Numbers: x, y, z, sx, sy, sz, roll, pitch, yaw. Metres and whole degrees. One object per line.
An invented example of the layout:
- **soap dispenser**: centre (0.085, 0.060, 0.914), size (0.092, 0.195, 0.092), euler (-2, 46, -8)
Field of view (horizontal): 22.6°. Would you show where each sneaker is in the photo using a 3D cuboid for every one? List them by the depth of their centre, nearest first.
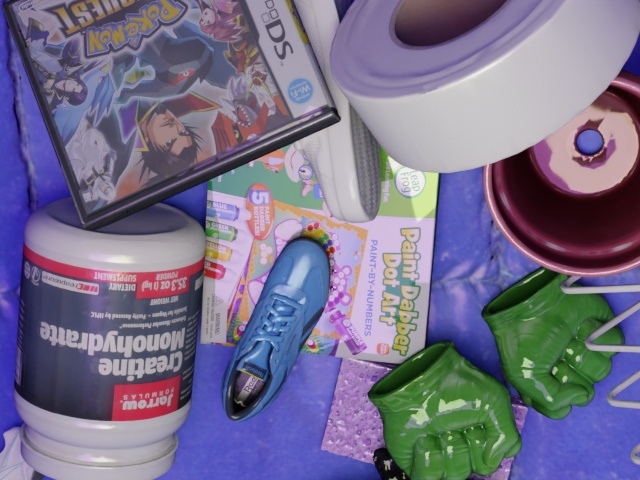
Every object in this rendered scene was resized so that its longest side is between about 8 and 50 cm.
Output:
- **sneaker**: centre (-0.040, -0.142, 1.620), size (0.169, 0.108, 0.292), euler (-14, 75, 15)
- **sneaker**: centre (-0.047, 0.098, 1.671), size (0.069, 0.082, 0.209), euler (25, 106, 2)
- **sneaker**: centre (-0.354, 0.281, 1.837), size (0.061, 0.054, 0.152), euler (28, 105, 15)

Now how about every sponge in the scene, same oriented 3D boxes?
- **sponge**: centre (0.112, 0.202, 1.756), size (0.210, 0.031, 0.117), euler (16, 107, 3)

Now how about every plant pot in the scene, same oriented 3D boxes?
- **plant pot**: centre (0.263, -0.081, 1.580), size (0.201, 0.180, 0.201), euler (2, 105, 7)

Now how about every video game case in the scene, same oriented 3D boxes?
- **video game case**: centre (-0.150, -0.176, 1.569), size (0.275, 0.035, 0.248), euler (-23, 79, 9)

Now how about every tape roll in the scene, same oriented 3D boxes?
- **tape roll**: centre (0.152, -0.198, 1.506), size (0.286, 0.286, 0.100), euler (-30, 123, 14)

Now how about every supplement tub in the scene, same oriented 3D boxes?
- **supplement tub**: centre (-0.225, 0.102, 1.692), size (0.191, 0.191, 0.272), euler (8, 106, 6)

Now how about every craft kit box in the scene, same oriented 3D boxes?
- **craft kit box**: centre (0.000, 0.000, 1.707), size (0.247, 0.061, 0.249), euler (4, 106, 4)

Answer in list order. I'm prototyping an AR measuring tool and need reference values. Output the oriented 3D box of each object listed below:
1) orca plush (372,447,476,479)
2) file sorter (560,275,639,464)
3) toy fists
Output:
- **orca plush**: centre (0.067, 0.276, 1.748), size (0.287, 0.151, 0.102), euler (-5, 85, 29)
- **file sorter**: centre (0.390, 0.126, 1.582), size (0.173, 0.193, 0.277), euler (-30, 103, -30)
- **toy fists**: centre (0.192, 0.150, 1.669), size (0.279, 0.096, 0.142), euler (-35, 102, -7)
